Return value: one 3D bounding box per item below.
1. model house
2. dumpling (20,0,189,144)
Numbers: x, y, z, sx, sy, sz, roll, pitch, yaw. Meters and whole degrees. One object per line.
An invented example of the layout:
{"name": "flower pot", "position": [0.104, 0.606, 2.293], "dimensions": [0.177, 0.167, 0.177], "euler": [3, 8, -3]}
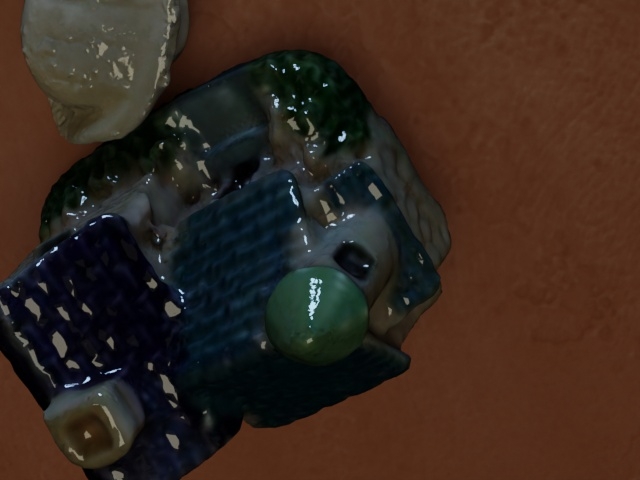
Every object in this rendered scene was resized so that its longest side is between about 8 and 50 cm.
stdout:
{"name": "model house", "position": [-0.084, 0.042, 1.048], "dimensions": [0.298, 0.284, 0.243], "euler": [-26, 106, 25]}
{"name": "dumpling", "position": [-0.156, -0.156, 1.102], "dimensions": [0.176, 0.092, 0.150], "euler": [-40, 71, 10]}
